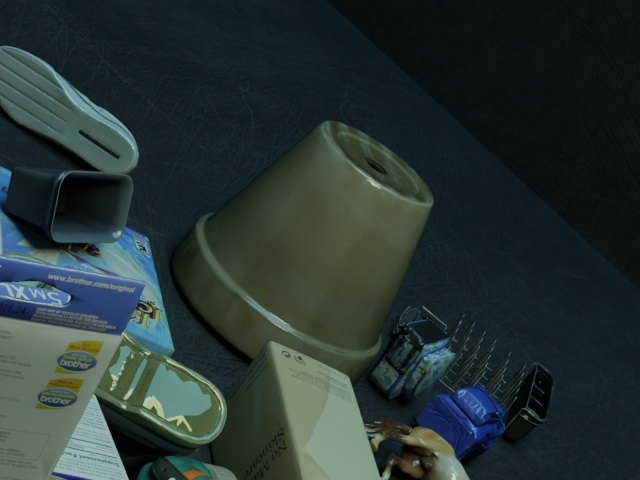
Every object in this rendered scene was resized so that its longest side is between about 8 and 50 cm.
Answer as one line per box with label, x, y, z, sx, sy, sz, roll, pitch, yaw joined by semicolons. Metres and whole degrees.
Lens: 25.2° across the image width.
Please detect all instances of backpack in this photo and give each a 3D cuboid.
backpack;0.132;0.179;2.067;0.084;0.114;0.105;46;24;18
backpack;0.214;0.261;2.055;0.098;0.101;0.120;55;21;22

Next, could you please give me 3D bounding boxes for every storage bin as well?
storage bin;-0.302;-0.043;1.684;0.091;0.098;0.135;17;8;30

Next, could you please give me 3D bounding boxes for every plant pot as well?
plant pot;0.000;0.000;1.975;0.323;0.280;0.323;31;20;-13

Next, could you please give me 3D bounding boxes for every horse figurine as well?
horse figurine;0.147;0.318;1.870;0.263;0.066;0.174;48;28;18

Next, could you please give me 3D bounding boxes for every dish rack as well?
dish rack;0.242;0.195;2.280;0.271;0.074;0.208;38;19;1

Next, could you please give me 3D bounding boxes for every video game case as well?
video game case;-0.314;0.029;1.712;0.269;0.061;0.244;27;24;-29

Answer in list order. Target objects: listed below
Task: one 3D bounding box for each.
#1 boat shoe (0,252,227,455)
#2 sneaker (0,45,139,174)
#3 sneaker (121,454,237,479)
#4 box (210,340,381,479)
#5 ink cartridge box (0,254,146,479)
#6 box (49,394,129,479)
boat shoe;-0.248;0.135;1.531;0.302;0.103;0.113;39;52;-10
sneaker;-0.372;-0.180;2.050;0.258;0.094;0.091;41;2;-6
sneaker;-0.121;0.277;1.370;0.121;0.108;0.302;18;-1;-23
box;-0.024;0.269;1.568;0.121;0.148;0.311;27;22;-25
ink cartridge box;-0.282;0.128;1.111;0.185;0.311;0.065;13;29;-37
box;-0.268;0.206;1.391;0.126;0.072;0.137;21;25;-40
